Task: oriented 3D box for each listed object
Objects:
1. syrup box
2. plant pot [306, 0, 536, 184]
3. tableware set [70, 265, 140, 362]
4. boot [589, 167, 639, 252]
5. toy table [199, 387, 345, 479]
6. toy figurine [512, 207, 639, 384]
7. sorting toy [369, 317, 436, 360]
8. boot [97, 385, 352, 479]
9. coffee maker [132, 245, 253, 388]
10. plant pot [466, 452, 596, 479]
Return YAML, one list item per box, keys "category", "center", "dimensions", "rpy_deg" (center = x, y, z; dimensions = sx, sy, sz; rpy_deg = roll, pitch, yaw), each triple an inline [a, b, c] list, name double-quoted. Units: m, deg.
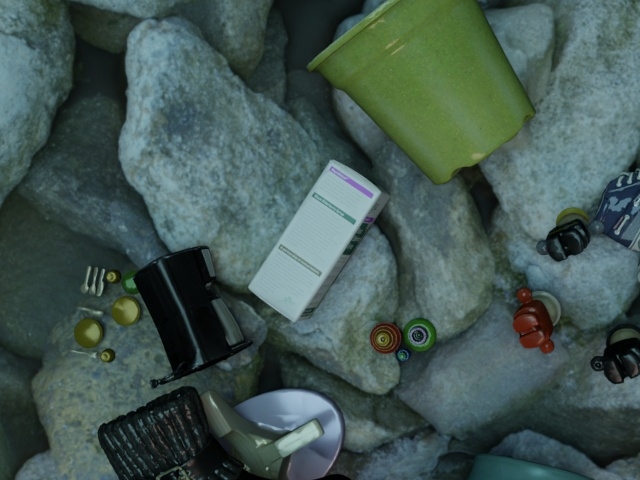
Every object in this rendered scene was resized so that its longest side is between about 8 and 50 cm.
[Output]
- category: "syrup box"
  center: [0.000, 0.000, 1.804]
  dimensions: [0.096, 0.093, 0.237]
  rpy_deg: [35, 97, 10]
- category: "plant pot"
  center: [0.164, -0.229, 1.703]
  dimensions: [0.276, 0.276, 0.254]
  rpy_deg: [-36, 94, 10]
- category: "tableware set"
  center: [-0.338, 0.119, 1.912]
  dimensions: [0.104, 0.024, 0.154]
  rpy_deg: [11, 91, 8]
- category: "boot"
  center: [0.464, -0.083, 1.719]
  dimensions: [0.086, 0.069, 0.190]
  rpy_deg: [26, 97, 8]
- category: "toy table"
  center: [-0.098, 0.334, 1.792]
  dimensions: [0.274, 0.161, 0.252]
  rpy_deg: [-43, 82, 8]
- category: "toy figurine"
  center: [0.390, 0.076, 1.683]
  dimensions: [0.213, 0.148, 0.209]
  rpy_deg: [20, 107, 14]
- category: "sorting toy"
  center: [0.123, 0.152, 1.804]
  dimensions: [0.102, 0.042, 0.061]
  rpy_deg: [-7, 89, 11]
- category: "boot"
  center: [-0.124, 0.317, 1.649]
  dimensions: [0.348, 0.131, 0.260]
  rpy_deg: [-19, 86, 10]
- category: "coffee maker"
  center: [-0.208, 0.109, 1.809]
  dimensions: [0.120, 0.171, 0.178]
  rpy_deg: [-29, 82, 27]
- category: "plant pot"
  center: [0.281, 0.442, 1.675]
  dimensions: [0.272, 0.271, 0.255]
  rpy_deg: [11, 77, 12]
